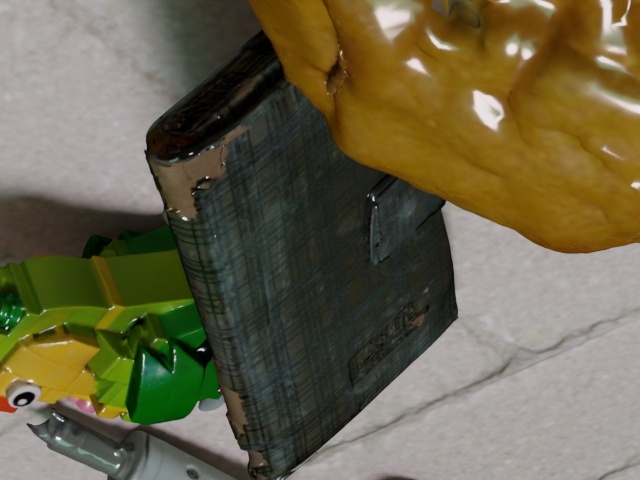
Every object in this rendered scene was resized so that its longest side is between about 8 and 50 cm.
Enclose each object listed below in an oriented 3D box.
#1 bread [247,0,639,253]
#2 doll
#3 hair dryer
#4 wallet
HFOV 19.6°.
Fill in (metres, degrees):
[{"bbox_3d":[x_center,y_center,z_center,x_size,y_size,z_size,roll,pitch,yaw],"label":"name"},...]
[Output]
[{"bbox_3d":[0.127,-0.175,0.642,0.398,0.215,0.398,13,134,14],"label":"bread"},{"bbox_3d":[-0.112,0.045,1.047,0.186,0.106,0.134,-9,143,-24],"label":"doll"},{"bbox_3d":[-0.063,0.200,1.292,0.357,0.107,0.173,33,128,-27],"label":"hair dryer"},{"bbox_3d":[0.001,0.001,0.993,0.169,0.044,0.317,-41,148,-21],"label":"wallet"}]
